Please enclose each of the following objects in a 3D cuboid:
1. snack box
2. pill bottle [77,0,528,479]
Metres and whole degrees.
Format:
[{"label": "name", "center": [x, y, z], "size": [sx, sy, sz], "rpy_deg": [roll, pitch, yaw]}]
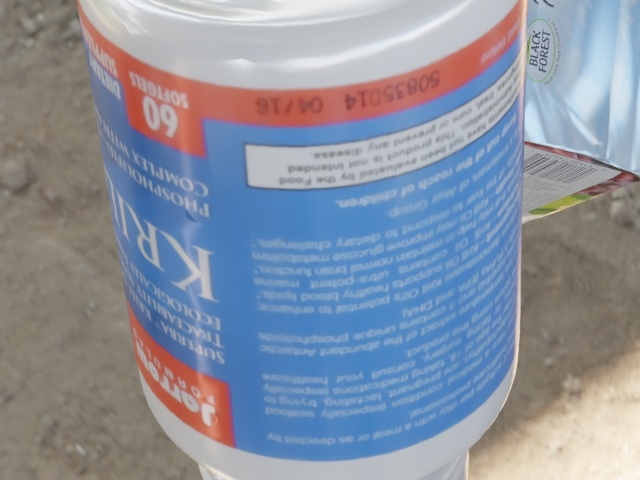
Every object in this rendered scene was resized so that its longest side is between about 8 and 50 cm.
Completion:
[{"label": "snack box", "center": [0.057, -0.091, 0.717], "size": [0.070, 0.207, 0.175], "rpy_deg": [14, 73, -20]}, {"label": "pill bottle", "center": [0.000, 0.000, 0.528], "size": [0.124, 0.221, 0.124], "rpy_deg": [-3, 38, 2]}]
